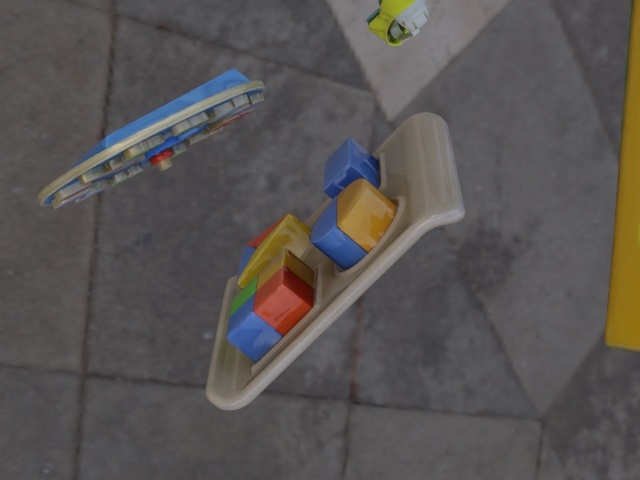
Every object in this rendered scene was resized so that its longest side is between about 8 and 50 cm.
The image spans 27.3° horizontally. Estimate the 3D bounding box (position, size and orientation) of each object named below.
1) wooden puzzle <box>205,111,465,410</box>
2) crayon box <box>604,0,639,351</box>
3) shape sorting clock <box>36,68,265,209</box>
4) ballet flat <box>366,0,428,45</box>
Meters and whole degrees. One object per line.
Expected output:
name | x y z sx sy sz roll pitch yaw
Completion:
wooden puzzle | 0.000 0.000 1.499 0.080 0.348 0.322 44 18 -16
crayon box | 0.213 -0.051 0.446 0.081 0.318 0.202 10 82 -40
shape sorting clock | -0.135 -0.076 1.073 0.206 0.206 0.040 -34 94 -38
ballet flat | 0.126 -0.349 2.013 0.077 0.231 0.077 -39 90 -11
